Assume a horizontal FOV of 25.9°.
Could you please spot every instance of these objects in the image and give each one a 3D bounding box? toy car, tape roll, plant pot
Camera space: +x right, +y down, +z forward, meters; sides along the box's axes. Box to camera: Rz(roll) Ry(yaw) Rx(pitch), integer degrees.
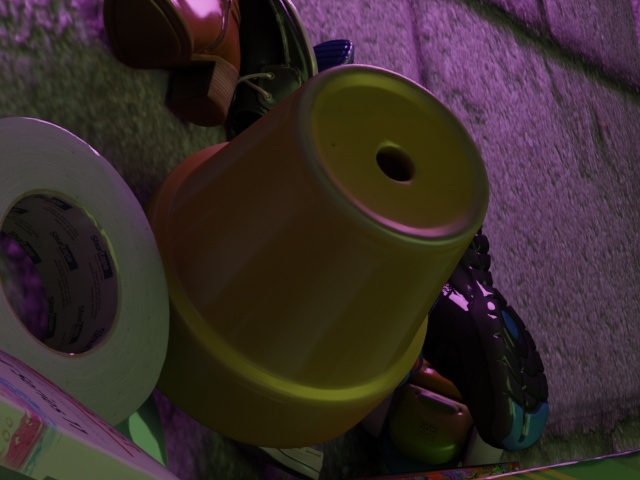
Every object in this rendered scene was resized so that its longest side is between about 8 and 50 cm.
[{"bbox_3d":[0.120,0.191,1.500,0.182,0.159,0.136,-62,171,-53],"label":"toy car"},{"bbox_3d":[-0.198,0.030,0.932,0.219,0.072,0.219,35,45,-45],"label":"tape roll"},{"bbox_3d":[0.000,0.000,1.078,0.254,0.239,0.254,18,50,-23],"label":"plant pot"}]

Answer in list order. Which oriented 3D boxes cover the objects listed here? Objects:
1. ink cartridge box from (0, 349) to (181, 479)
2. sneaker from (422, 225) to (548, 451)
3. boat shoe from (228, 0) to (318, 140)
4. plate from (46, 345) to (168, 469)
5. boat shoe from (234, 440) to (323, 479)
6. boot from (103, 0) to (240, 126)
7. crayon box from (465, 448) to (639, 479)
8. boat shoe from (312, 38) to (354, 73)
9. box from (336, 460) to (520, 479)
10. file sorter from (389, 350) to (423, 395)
[{"bbox_3d":[-0.209,0.100,0.690,0.353,0.207,0.119,39,81,-44],"label":"ink cartridge box"},{"bbox_3d":[0.133,0.089,1.441,0.125,0.140,0.340,47,19,-44],"label":"sneaker"},{"bbox_3d":[-0.051,-0.137,1.320,0.079,0.084,0.233,-6,88,-65],"label":"boat shoe"},{"bbox_3d":[-0.172,0.161,1.022,0.188,0.024,0.188,36,48,-54],"label":"plate"},{"bbox_3d":[-0.035,0.184,1.252,0.100,0.035,0.035,32,66,-31],"label":"boat shoe"},{"bbox_3d":[-0.125,-0.211,1.218,0.197,0.073,0.152,60,30,-56],"label":"boot"},{"bbox_3d":[0.134,0.288,1.095,0.319,0.081,0.202,-6,77,-24],"label":"crayon box"},{"bbox_3d":[-0.006,-0.138,1.444,0.183,0.066,0.066,-62,140,-39],"label":"boat shoe"},{"bbox_3d":[0.078,0.361,1.278,0.279,0.177,0.289,10,71,-64],"label":"box"},{"bbox_3d":[0.015,0.104,1.321,0.170,0.118,0.104,-27,108,-63],"label":"file sorter"}]
